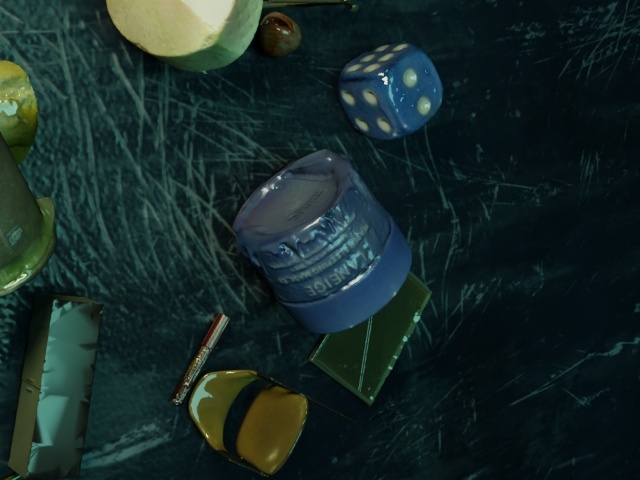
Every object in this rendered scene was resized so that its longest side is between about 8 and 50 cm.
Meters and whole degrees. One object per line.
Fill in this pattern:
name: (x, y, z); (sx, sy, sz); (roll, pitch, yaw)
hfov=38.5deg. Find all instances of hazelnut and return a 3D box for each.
hazelnut: (-0.070, -0.351, 1.571); (0.086, 0.086, 0.086); (-8, 102, -38)

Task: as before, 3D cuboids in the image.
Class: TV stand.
TV stand: (-0.401, 0.219, 1.393); (0.088, 0.083, 0.269); (8, 89, -37)

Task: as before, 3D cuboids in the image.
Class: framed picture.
framed picture: (0.109, 0.170, 1.846); (0.209, 0.019, 0.281); (44, 71, -35)

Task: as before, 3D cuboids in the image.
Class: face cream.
face cream: (0.000, 0.000, 1.583); (0.249, 0.249, 0.225); (-51, 122, -21)

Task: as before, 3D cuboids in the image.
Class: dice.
dice: (0.130, -0.277, 1.705); (0.143, 0.147, 0.146); (-42, 121, -28)

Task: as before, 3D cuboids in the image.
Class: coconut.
coconut: (-0.207, -0.360, 1.363); (0.237, 0.237, 0.197); (11, 94, -40)

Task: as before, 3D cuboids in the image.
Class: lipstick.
lipstick: (-0.208, 0.208, 1.593); (0.027, 0.027, 0.176); (37, 76, -37)

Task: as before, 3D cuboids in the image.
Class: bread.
bread: (-0.443, -0.172, 1.286); (0.103, 0.110, 0.156); (-22, 113, -42)

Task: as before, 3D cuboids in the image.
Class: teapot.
teapot: (-0.495, -0.059, 1.165); (0.270, 0.200, 0.337); (-42, 139, -27)

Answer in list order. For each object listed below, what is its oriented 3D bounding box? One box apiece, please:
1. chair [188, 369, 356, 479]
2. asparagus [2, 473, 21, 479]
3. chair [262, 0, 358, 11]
chair: (-0.094, 0.330, 1.629); (0.247, 0.172, 0.158); (37, 76, -44)
asparagus: (-0.448, 0.358, 1.433); (0.163, 0.016, 0.016); (-22, 84, -35)
chair: (-0.021, -0.477, 1.533); (0.272, 0.166, 0.188); (-13, 105, -37)
